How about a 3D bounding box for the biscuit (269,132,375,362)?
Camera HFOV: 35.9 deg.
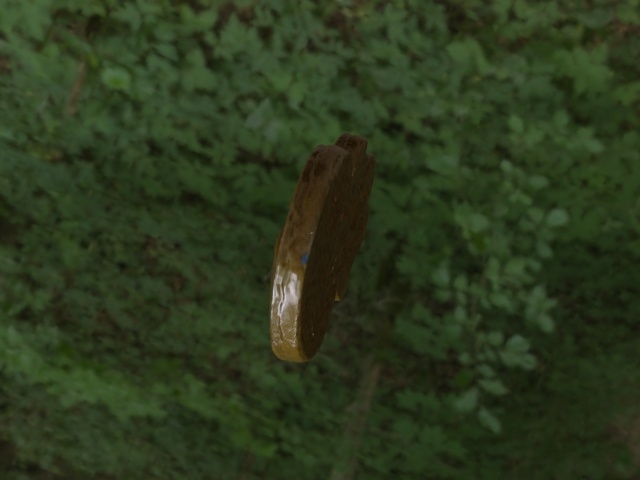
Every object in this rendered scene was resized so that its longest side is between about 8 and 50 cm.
[{"bbox_3d":[0.000,0.000,0.568,0.026,0.124,0.175,12,-159,10],"label":"biscuit"}]
